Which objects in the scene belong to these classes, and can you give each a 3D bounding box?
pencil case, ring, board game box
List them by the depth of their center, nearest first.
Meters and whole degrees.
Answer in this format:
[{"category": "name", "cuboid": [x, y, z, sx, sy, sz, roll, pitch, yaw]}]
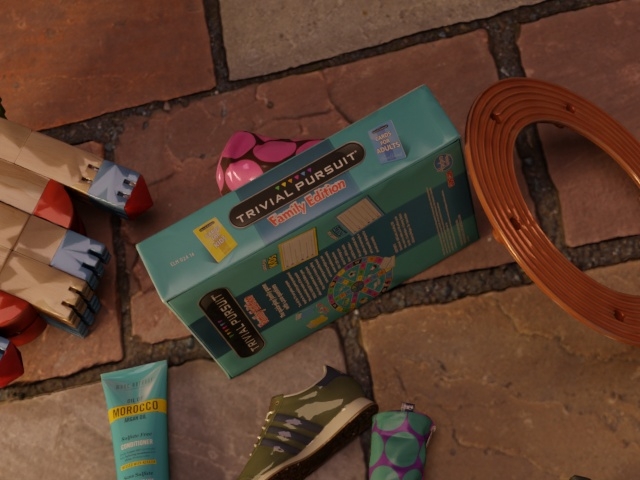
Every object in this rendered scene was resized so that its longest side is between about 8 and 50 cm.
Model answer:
[{"category": "ring", "cuboid": [0.280, -0.031, 1.298, 0.337, 0.032, 0.336, 21, 47, -25]}, {"category": "pencil case", "cuboid": [0.087, 0.254, 1.311, 0.070, 0.064, 0.151, 0, 68, 9]}, {"category": "board game box", "cuboid": [0.000, 0.000, 1.330, 0.336, 0.254, 0.079, -29, 63, -2]}, {"category": "pencil case", "cuboid": [-0.016, -0.089, 1.460, 0.209, 0.095, 0.098, 3, 71, 15]}]

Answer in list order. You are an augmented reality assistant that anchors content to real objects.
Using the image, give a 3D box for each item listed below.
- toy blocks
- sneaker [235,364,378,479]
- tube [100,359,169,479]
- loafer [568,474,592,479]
[{"category": "toy blocks", "cuboid": [-0.365, 0.021, 1.454, 0.261, 0.191, 0.381, 22, 73, 7]}, {"category": "sneaker", "cuboid": [-0.035, 0.213, 1.357, 0.192, 0.064, 0.086, -37, 61, -8]}, {"category": "tube", "cuboid": [-0.202, 0.237, 1.389, 0.080, 0.052, 0.207, -10, 60, 0]}, {"category": "loafer", "cuboid": [0.280, 0.329, 1.173, 0.084, 0.096, 0.267, 14, 33, -3]}]
